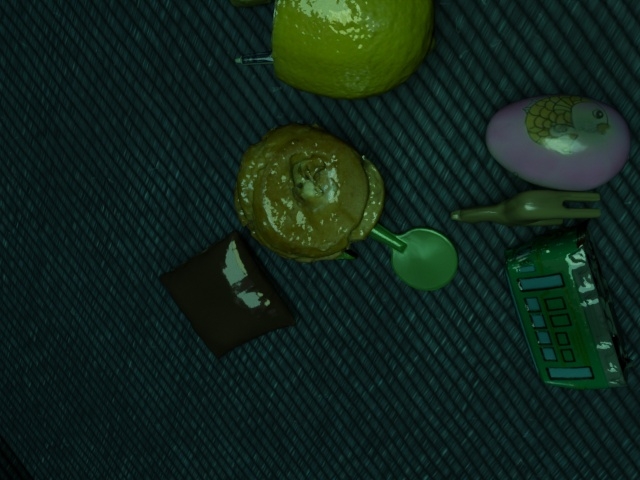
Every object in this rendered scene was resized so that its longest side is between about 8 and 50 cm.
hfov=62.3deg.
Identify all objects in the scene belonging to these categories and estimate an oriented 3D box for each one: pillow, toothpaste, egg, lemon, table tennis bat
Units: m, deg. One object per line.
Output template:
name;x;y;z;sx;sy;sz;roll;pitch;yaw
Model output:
pillow;-0.265;0.164;1.472;0.307;0.108;0.305;-28;99;25
toothpaste;-0.148;-0.451;1.315;0.139;0.021;0.037;1;104;17
egg;0.477;-0.198;1.079;0.271;0.196;0.196;1;104;21
lemon;0.076;-0.457;1.080;0.364;0.364;0.364;5;106;17
table tennis bat;0.218;0.023;1.311;0.257;0.039;0.160;31;112;3

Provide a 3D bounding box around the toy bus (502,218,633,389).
toy bus;0.532;0.143;1.157;0.199;0.183;0.344;-15;98;34

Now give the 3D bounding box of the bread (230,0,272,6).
bread;-0.162;-0.619;1.253;0.156;0.064;0.118;3;101;19

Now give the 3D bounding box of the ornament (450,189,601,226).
ornament;0.425;-0.063;1.144;0.244;0.230;0.061;2;85;-4

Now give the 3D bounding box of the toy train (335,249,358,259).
toy train;0.000;0.000;1.371;0.209;0.044;0.042;35;112;7

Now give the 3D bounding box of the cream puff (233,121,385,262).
cream puff;-0.033;-0.112;1.246;0.342;0.231;0.327;-7;93;-15
